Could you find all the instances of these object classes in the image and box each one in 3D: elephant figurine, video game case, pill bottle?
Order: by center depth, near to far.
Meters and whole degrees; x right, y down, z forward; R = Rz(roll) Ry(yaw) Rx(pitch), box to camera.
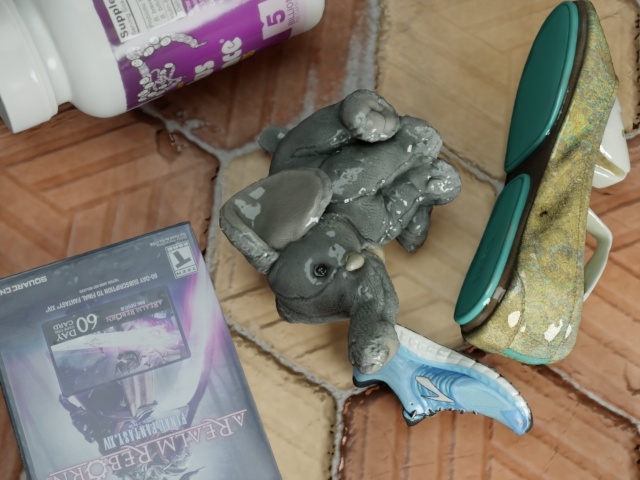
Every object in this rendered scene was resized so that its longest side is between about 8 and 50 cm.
[{"bbox_3d":[0.000,0.000,1.291,0.169,0.186,0.239,37,57,-7],"label":"elephant figurine"},{"bbox_3d":[-0.161,0.130,1.307,0.196,0.026,0.274,-18,64,-9],"label":"video game case"},{"bbox_3d":[-0.162,-0.211,1.399,0.302,0.169,0.169,-25,66,-12],"label":"pill bottle"}]

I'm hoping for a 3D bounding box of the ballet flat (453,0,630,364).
[{"bbox_3d":[0.210,-0.047,1.362,0.123,0.123,0.348,15,63,7],"label":"ballet flat"}]

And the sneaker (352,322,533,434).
[{"bbox_3d":[0.100,0.127,1.301,0.162,0.063,0.073,24,83,16],"label":"sneaker"}]
